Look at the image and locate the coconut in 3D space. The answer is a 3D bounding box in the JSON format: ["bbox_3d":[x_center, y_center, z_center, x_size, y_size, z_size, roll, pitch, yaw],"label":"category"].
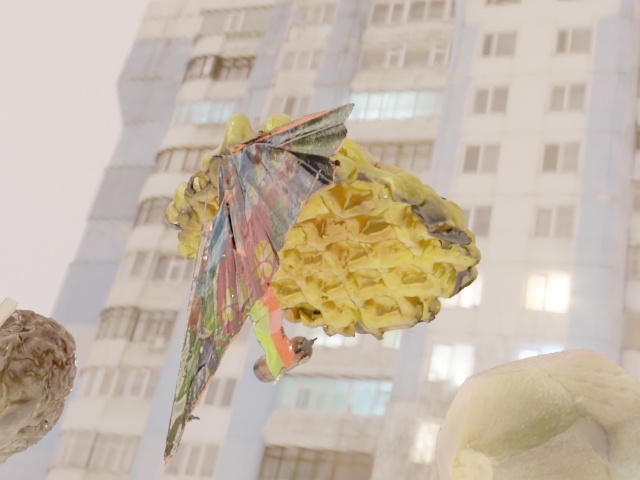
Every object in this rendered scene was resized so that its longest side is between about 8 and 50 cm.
[{"bbox_3d":[0.338,0.331,1.729,0.353,0.352,0.352,10,-32,6],"label":"coconut"}]

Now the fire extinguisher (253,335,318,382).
[{"bbox_3d":[-0.057,0.199,1.956,0.050,0.062,0.177,57,-37,3],"label":"fire extinguisher"}]

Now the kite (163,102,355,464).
[{"bbox_3d":[-0.040,0.016,0.595,0.014,0.183,0.241,15,-62,-25],"label":"kite"}]

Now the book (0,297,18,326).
[{"bbox_3d":[-0.351,0.138,1.036,0.016,0.198,0.138,41,1,-9],"label":"book"}]

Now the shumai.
[{"bbox_3d":[-0.495,0.245,1.585,0.346,0.283,0.217,-32,-78,1],"label":"shumai"}]

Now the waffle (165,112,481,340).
[{"bbox_3d":[0.000,0.000,1.454,0.382,0.095,0.379,26,-36,-10],"label":"waffle"}]
